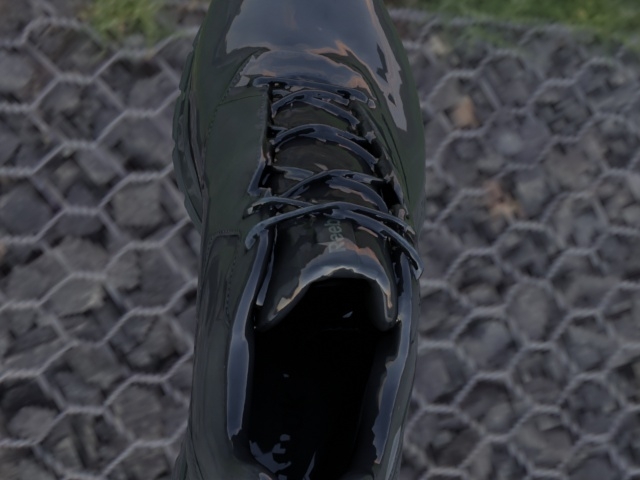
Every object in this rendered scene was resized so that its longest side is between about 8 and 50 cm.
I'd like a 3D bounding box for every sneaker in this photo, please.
[{"bbox_3d":[0.000,0.000,0.715,0.109,0.130,0.286,2,66,-9],"label":"sneaker"}]
